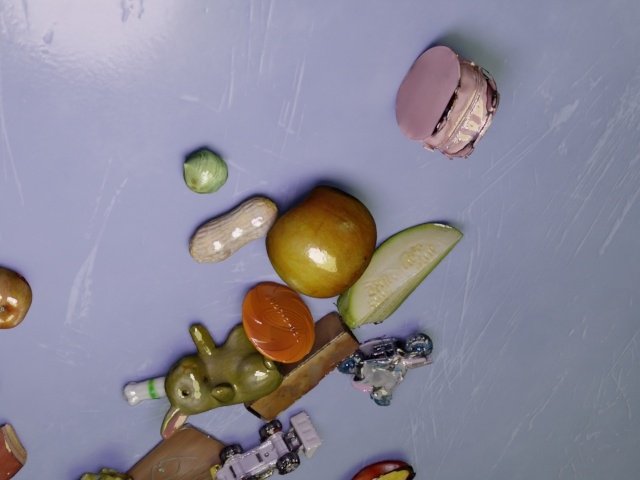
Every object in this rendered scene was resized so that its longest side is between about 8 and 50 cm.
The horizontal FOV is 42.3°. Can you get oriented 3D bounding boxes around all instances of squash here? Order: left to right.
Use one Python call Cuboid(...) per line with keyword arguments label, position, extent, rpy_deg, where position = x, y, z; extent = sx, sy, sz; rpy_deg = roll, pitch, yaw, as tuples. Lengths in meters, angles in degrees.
Cuboid(label="squash", position=(0.166, 0.060, 1.883), extent=(0.289, 0.111, 0.203), rpy_deg=(-51, 157, 21))

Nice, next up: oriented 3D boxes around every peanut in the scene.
Cuboid(label="peanut", position=(-0.180, -0.019, 1.715), extent=(0.206, 0.087, 0.087), rpy_deg=(-30, 129, 1))

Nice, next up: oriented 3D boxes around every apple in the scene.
Cuboid(label="apple", position=(-0.632, 0.115, 1.621), extent=(0.126, 0.102, 0.126), rpy_deg=(-10, 125, -14))
Cuboid(label="apple", position=(0.000, 0.000, 1.714), extent=(0.207, 0.237, 0.237), rpy_deg=(40, 104, -13))

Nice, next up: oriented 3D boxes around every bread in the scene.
Cuboid(label="bread", position=(-0.726, 0.501, 1.874), extent=(0.119, 0.067, 0.192), rpy_deg=(31, 108, -35))

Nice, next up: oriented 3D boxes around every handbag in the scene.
Cuboid(label="handbag", position=(0.253, -0.274, 1.654), extent=(0.116, 0.179, 0.205), rpy_deg=(9, 121, -34))

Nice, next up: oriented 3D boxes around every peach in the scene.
Cuboid(label="peach", position=(0.138, 0.706, 2.356), extent=(0.279, 0.068, 0.189), rpy_deg=(-28, 136, -4))

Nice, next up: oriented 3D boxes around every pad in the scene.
Cuboid(label="pad", position=(-0.349, 0.608, 2.127), extent=(0.286, 0.018, 0.284), rpy_deg=(-42, 128, 10))

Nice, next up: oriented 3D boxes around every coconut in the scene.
Cuboid(label="coconut", position=(-0.229, -0.133, 1.620), extent=(0.096, 0.088, 0.088), rpy_deg=(19, 115, -37))

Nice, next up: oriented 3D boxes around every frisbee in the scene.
Cuboid(label="frisbee", position=(-0.086, 0.176, 1.827), extent=(0.192, 0.192, 0.035), rpy_deg=(18, 143, -30))

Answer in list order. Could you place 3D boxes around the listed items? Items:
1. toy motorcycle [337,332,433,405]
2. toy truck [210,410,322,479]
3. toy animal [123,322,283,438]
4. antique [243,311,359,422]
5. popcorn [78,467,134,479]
Cuboid(label="toy motorcycle", position=(0.172, 0.333, 2.089), extent=(0.239, 0.108, 0.204), rpy_deg=(-5, 124, 12))
Cuboid(label="toy truck", position=(-0.137, 0.551, 2.093), extent=(0.286, 0.136, 0.111), rpy_deg=(-27, 147, -12))
Cuboid(label="toy animal", position=(-0.259, 0.308, 1.850), extent=(0.363, 0.181, 0.180), rpy_deg=(-16, 140, -14))
Cuboid(label="antique", position=(-0.048, 0.303, 1.990), extent=(0.310, 0.087, 0.093), rpy_deg=(-39, 130, 7))
Cuboid(label="popcorn", position=(-0.508, 0.627, 1.969), extent=(0.198, 0.198, 0.212), rpy_deg=(19, 109, -31))
